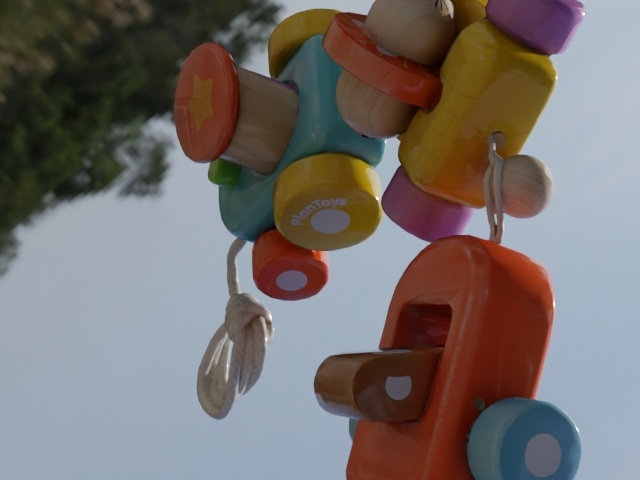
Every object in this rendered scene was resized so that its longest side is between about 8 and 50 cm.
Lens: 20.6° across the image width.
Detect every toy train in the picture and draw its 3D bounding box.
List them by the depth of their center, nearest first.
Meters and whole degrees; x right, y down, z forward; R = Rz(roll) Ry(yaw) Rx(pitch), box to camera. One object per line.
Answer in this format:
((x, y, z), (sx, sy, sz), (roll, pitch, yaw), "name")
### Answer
((0.000, 0.000, 0.375), (0.166, 0.046, 0.125), (9, -98, 64), "toy train")
